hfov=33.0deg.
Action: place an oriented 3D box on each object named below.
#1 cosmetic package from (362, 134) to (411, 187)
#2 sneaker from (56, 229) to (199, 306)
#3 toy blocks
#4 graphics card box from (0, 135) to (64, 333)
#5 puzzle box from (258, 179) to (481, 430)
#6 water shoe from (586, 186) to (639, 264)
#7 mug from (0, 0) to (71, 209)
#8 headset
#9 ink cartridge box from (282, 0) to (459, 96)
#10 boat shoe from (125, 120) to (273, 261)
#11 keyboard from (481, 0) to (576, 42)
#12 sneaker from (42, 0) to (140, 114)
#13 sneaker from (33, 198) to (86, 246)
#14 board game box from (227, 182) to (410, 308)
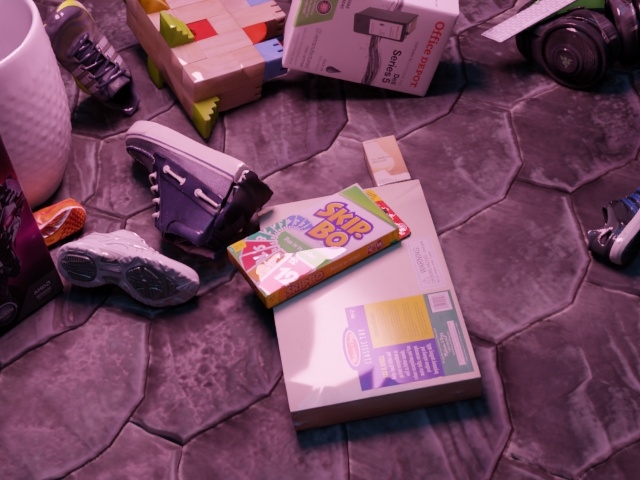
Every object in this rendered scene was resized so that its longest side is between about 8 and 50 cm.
[{"bbox_3d":[0.111,-0.121,1.816,0.060,0.041,0.115,-14,47,-5],"label":"cosmetic package"},{"bbox_3d":[-0.289,0.028,1.702,0.232,0.090,0.115,16,33,11],"label":"sneaker"},{"bbox_3d":[-0.187,-0.389,2.036,0.260,0.191,0.381,-21,58,-24],"label":"toy blocks"},{"bbox_3d":[-0.535,-0.005,1.569,0.094,0.371,0.232,33,58,33],"label":"graphics card box"},{"bbox_3d":[0.060,0.084,1.622,0.272,0.052,0.409,-10,47,-2],"label":"puzzle box"},{"bbox_3d":[0.481,-0.050,1.678,0.080,0.073,0.203,22,53,29],"label":"water shoe"},{"bbox_3d":[-0.598,-0.192,1.783,0.374,0.328,0.276,-24,48,-14],"label":"mug"},{"bbox_3d":[0.509,-0.387,1.915,0.243,0.185,0.394,-27,38,-16],"label":"headset"},{"bbox_3d":[0.086,-0.385,1.907,0.272,0.198,0.115,10,49,-9],"label":"ink cartridge box"},{"bbox_3d":[-0.243,-0.083,1.781,0.340,0.127,0.158,23,73,43],"label":"boat shoe"},{"bbox_3d":[0.412,-0.422,1.949,0.256,0.014,0.072,-30,24,-9],"label":"keyboard"},{"bbox_3d":[-0.399,-0.320,1.919,0.121,0.300,0.111,40,87,21],"label":"sneaker"},{"bbox_3d":[-0.474,-0.014,1.795,0.175,0.064,0.067,-24,28,-21],"label":"sneaker"},{"bbox_3d":[0.000,0.000,1.654,0.259,0.039,0.124,-25,49,-19],"label":"board game box"}]
